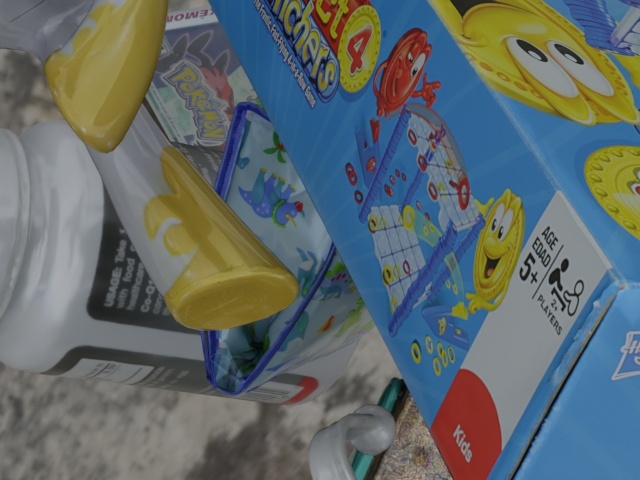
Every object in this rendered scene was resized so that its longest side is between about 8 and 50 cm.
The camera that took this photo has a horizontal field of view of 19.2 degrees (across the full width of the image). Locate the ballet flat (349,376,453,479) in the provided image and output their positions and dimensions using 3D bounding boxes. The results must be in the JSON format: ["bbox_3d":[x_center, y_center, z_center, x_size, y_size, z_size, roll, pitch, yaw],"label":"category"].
[{"bbox_3d":[0.076,0.072,0.892,0.106,0.107,0.316,20,92,4],"label":"ballet flat"}]

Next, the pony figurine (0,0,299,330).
[{"bbox_3d":[-0.186,-0.106,0.812,0.351,0.303,0.363,-19,59,17],"label":"pony figurine"}]

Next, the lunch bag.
[{"bbox_3d":[0.000,0.000,0.985,0.096,0.151,0.129,26,23,27],"label":"lunch bag"}]

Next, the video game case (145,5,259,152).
[{"bbox_3d":[-0.043,-0.110,1.496,0.183,0.201,0.023,-7,47,19],"label":"video game case"}]

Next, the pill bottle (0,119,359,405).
[{"bbox_3d":[-0.123,0.012,1.210,0.283,0.161,0.161,11,60,-30],"label":"pill bottle"}]

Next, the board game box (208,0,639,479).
[{"bbox_3d":[0.143,-0.029,0.636,0.308,0.086,0.302,7,34,-27],"label":"board game box"}]

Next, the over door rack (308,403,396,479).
[{"bbox_3d":[0.017,0.237,0.739,0.324,0.239,0.108,54,25,-10],"label":"over door rack"}]
